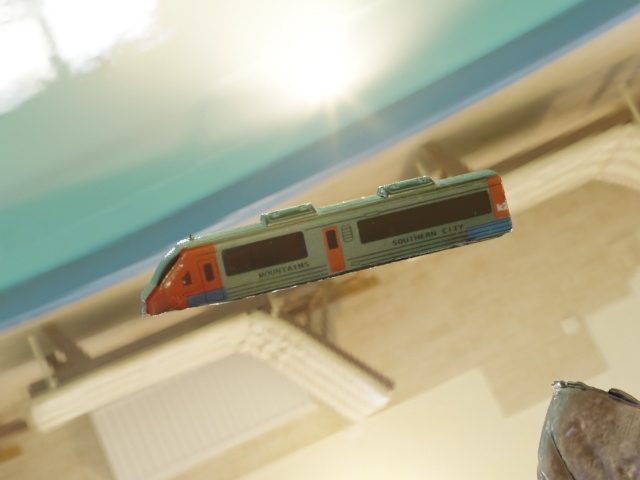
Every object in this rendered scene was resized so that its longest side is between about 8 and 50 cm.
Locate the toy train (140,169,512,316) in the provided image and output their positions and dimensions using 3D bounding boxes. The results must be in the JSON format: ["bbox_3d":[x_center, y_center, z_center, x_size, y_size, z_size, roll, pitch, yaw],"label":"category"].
[{"bbox_3d":[0.000,0.000,1.360,0.409,0.089,0.086,-13,-174,-8],"label":"toy train"}]

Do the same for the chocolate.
[{"bbox_3d":[0.456,0.379,1.978,0.213,0.303,0.303,-61,174,-15],"label":"chocolate"}]
